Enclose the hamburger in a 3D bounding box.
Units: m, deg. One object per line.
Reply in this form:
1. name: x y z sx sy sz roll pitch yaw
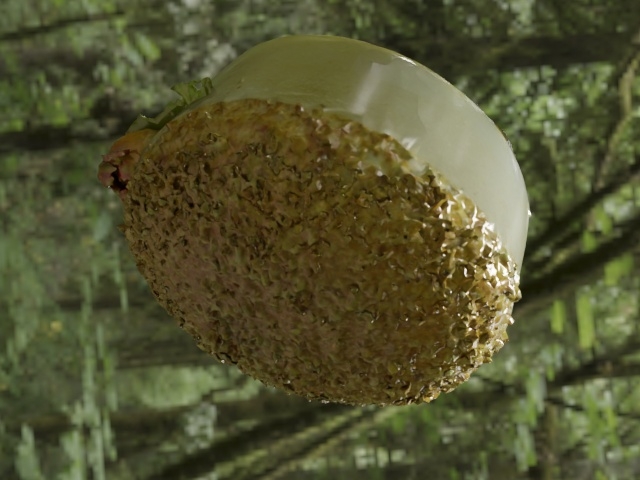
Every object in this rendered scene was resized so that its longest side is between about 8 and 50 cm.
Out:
1. hamburger: 0.000 0.000 0.974 0.179 0.294 0.276 -59 133 -33
